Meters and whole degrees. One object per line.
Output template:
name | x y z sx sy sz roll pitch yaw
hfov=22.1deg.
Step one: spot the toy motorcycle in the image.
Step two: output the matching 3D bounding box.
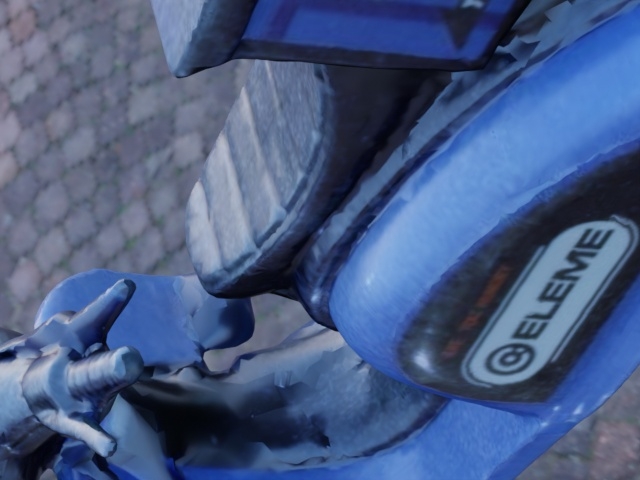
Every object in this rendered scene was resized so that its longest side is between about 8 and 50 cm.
toy motorcycle | 0.000 0.000 0.448 0.358 0.213 0.125 119 145 -45
